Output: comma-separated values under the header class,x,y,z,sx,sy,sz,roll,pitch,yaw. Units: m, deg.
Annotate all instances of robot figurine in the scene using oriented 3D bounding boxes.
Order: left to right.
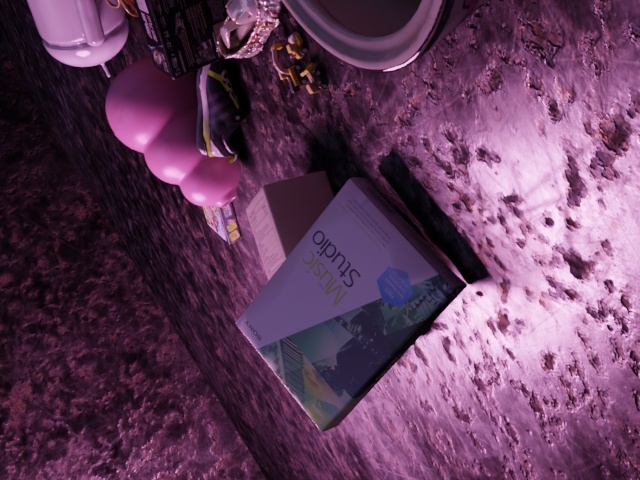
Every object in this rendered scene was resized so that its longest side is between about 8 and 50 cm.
class,x,y,z,sx,sy,sz,roll,pitch,yaw
robot figurine,-0.549,-0.540,1.987,0.300,0.199,0.353,-127,20,-48

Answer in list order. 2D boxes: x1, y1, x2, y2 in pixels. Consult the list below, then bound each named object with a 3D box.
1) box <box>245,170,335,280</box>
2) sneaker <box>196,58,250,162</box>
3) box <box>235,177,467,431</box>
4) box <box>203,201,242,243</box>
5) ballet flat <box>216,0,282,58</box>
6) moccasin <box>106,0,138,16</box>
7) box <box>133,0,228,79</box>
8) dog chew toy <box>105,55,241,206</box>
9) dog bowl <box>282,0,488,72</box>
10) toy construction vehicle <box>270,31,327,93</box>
class,x,y,z,sx,sy,sz,roll,pitch,yaw
box,-0.014,0.055,1.514,0.148,0.121,0.311,140,113,-68
sneaker,-0.178,-0.261,1.676,0.084,0.097,0.235,-75,-8,-59
box,0.035,0.099,1.346,0.232,0.058,0.322,48,116,22
box,-0.245,-0.103,2.064,0.114,0.036,0.207,39,150,46
ballet flat,-0.114,-0.349,1.387,0.091,0.077,0.241,59,159,10
moccasin,-0.372,-0.515,1.679,0.380,0.147,0.139,57,159,11
box,-0.226,-0.388,1.500,0.077,0.147,0.180,37,149,48
dog chew toy,-0.285,-0.211,1.813,0.332,0.206,0.206,52,159,1
dog bowl,0.053,-0.380,0.859,0.408,0.150,0.408,49,156,31
toy construction vehicle,-0.038,-0.266,1.374,0.098,0.035,0.086,65,159,-9
